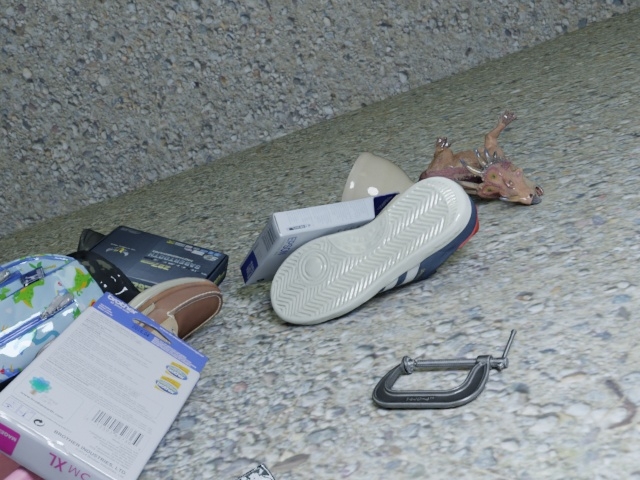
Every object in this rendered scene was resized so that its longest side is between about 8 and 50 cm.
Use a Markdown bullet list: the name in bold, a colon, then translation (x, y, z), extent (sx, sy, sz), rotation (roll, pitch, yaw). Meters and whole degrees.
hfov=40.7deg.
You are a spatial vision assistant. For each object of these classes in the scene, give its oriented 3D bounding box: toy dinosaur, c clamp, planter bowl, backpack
- **toy dinosaur**: translation (0.266, -0.123, 1.595), extent (0.296, 0.127, 0.200), rotation (-13, 24, 38)
- **c clamp**: translation (0.144, 0.157, 1.019), extent (0.161, 0.022, 0.137), rotation (-9, 25, 27)
- **planter bowl**: translation (0.114, -0.072, 1.565), extent (0.109, 0.162, 0.162), rotation (16, 30, 18)
- **backpack**: translation (-0.503, 0.158, 1.372), extent (0.355, 0.273, 0.290), rotation (-48, 11, -32)

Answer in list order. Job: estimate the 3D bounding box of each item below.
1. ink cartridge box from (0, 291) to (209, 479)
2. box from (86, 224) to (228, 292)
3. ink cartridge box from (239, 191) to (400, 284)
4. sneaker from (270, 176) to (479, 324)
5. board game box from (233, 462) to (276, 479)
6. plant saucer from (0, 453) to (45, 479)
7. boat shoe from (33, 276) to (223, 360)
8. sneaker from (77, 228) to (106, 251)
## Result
- **ink cartridge box**: translation (-0.274, 0.194, 1.105), extent (0.065, 0.186, 0.311), rotation (-57, 2, 26)
- **box**: translation (-0.309, 0.054, 1.601), extent (0.233, 0.059, 0.183), rotation (15, 25, 9)
- **ink cartridge box**: translation (0.000, 0.000, 1.415), extent (0.224, 0.045, 0.223), rotation (-12, -18, -23)
- **sneaker**: translation (0.091, 0.035, 1.325), extent (0.350, 0.131, 0.148), rotation (-28, -23, 21)
- **board game box**: translation (-0.094, 0.286, 0.721), extent (0.186, 0.126, 0.026), rotation (-26, -23, -22)
- **plant saucer**: translation (-0.462, 0.318, 1.081), extent (0.332, 0.084, 0.332), rotation (-19, 17, 6)
- **boat shoe**: translation (-0.274, 0.166, 1.328), extent (0.324, 0.123, 0.116), rotation (-30, 52, -32)
- **sneaker**: translation (-0.416, 0.035, 1.775), extent (0.130, 0.108, 0.286), rotation (9, 3, 5)
